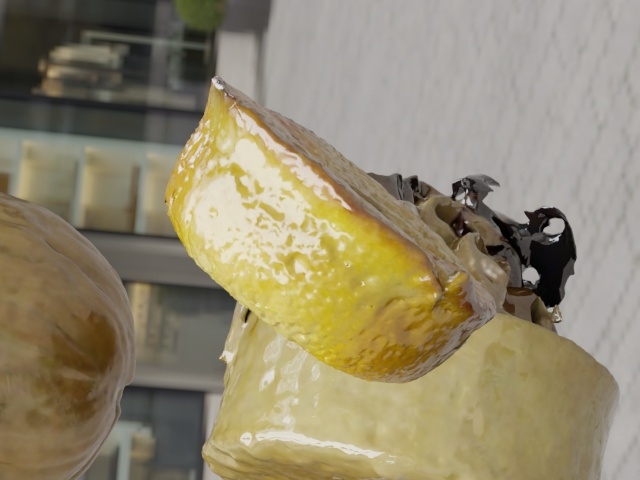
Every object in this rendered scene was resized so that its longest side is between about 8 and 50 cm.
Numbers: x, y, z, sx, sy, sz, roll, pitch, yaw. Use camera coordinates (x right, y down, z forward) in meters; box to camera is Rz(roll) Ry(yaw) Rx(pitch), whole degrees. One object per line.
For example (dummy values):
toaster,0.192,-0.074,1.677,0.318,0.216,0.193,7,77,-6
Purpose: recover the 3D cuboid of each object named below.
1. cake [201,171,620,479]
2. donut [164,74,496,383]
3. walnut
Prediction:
cake,0.092,0.079,1.241,0.332,0.332,0.321,117,168,-68
donut,0.001,0.002,0.739,0.075,0.174,0.190,-53,-6,6
walnut,-0.316,0.094,1.287,0.252,0.313,0.277,-95,25,-71
